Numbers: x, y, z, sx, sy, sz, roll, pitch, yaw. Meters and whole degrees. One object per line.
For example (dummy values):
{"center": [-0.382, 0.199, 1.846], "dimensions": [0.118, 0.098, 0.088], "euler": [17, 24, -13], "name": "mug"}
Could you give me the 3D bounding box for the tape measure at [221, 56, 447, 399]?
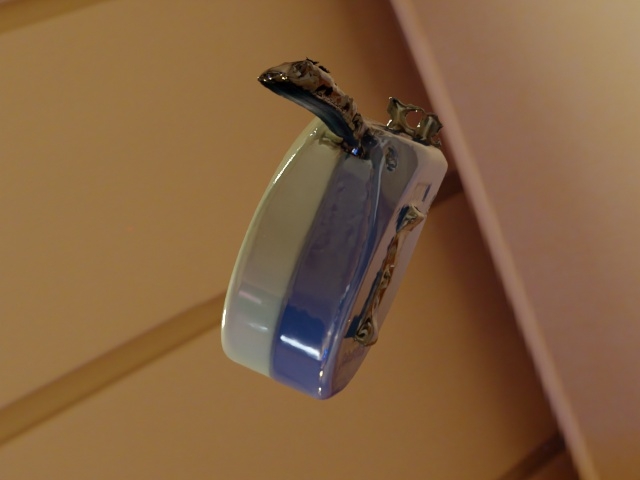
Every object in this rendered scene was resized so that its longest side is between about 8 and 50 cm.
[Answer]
{"center": [0.000, 0.000, 0.957], "dimensions": [0.215, 0.098, 0.351], "euler": [-68, -13, 5], "name": "tape measure"}
